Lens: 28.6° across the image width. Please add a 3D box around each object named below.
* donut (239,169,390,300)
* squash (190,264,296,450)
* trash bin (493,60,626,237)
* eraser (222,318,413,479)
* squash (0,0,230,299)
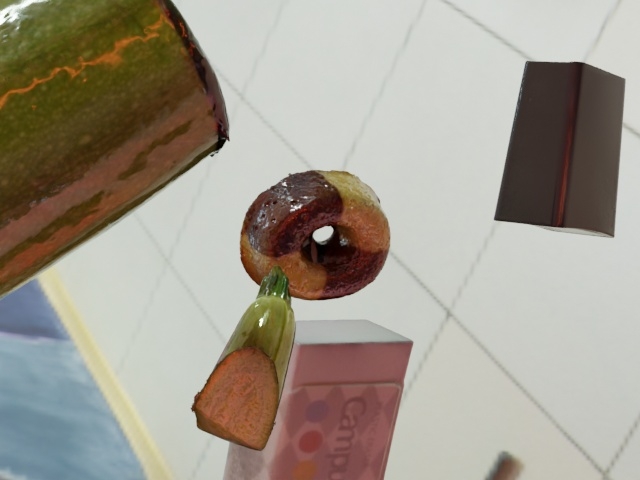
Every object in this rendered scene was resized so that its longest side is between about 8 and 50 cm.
[{"bbox_3d":[0.000,0.000,1.496,0.073,0.184,0.166,41,121,58],"label":"donut"},{"bbox_3d":[-0.069,0.119,1.353,0.090,0.075,0.200,13,78,23],"label":"squash"},{"bbox_3d":[0.339,-0.126,1.751,0.115,0.165,0.225,7,90,42],"label":"trash bin"},{"bbox_3d":[-0.017,0.300,1.705,0.082,0.213,0.396,44,127,57],"label":"eraser"},{"bbox_3d":[-0.302,-0.084,1.091,0.384,0.263,0.263,-34,37,-14],"label":"squash"}]
